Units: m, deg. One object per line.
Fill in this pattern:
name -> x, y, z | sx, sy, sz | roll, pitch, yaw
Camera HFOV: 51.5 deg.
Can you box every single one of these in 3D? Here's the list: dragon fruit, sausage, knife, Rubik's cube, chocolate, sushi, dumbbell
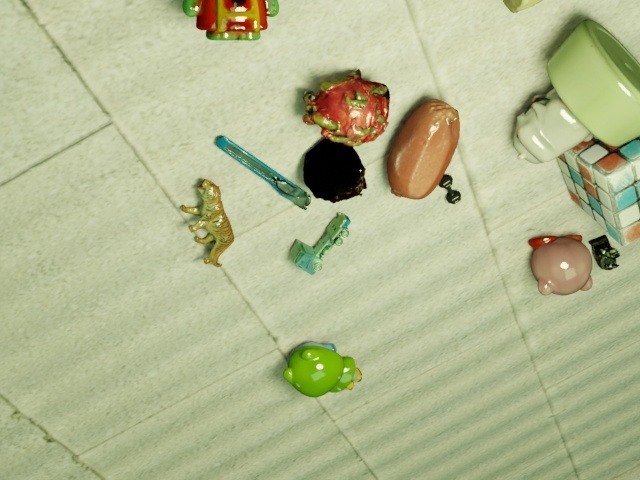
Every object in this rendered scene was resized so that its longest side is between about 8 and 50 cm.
dragon fruit -> 0.054, -0.287, 1.430 | 0.171, 0.167, 0.160 | -4, 165, -29
sausage -> 0.241, -0.208, 1.554 | 0.148, 0.148, 0.255 | 14, 114, -26
knife -> -0.126, -0.152, 1.539 | 0.044, 0.026, 0.296 | -39, 128, 25
Rubik's cube -> 0.775, -0.190, 1.665 | 0.256, 0.253, 0.259 | -32, 129, 5
chocolate -> 0.049, -0.148, 1.555 | 0.156, 0.156, 0.133 | -41, 155, 12
sushi -> 0.839, 0.045, 1.956 | 0.056, 0.085, 0.083 | -20, 129, -3
dumbbell -> 0.330, -0.131, 1.696 | 0.035, 0.040, 0.083 | -12, 134, 29

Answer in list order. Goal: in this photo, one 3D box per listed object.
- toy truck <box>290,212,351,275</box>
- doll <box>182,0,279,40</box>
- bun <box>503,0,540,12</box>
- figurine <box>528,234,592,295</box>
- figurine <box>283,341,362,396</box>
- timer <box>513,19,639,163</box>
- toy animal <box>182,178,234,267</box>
toy truck -> 0.000, 0.000, 1.660 | 0.081, 0.067, 0.175 | 29, 111, -31
doll -> -0.159, -0.541, 1.173 | 0.182, 0.160, 0.363 | -5, 123, -16
bun -> 0.450, -0.576, 1.311 | 0.259, 0.259, 0.152 | -34, 89, 6
figurine -> 0.681, 0.071, 1.870 | 0.173, 0.173, 0.173 | -9, 126, -12
figurine -> 0.014, 0.372, 1.888 | 0.162, 0.143, 0.263 | -43, 136, 21
timer -> 0.586, -0.302, 1.548 | 0.290, 0.291, 0.315 | 25, 133, -30
toy animal -> -0.256, -0.033, 1.559 | 0.099, 0.057, 0.241 | -20, 127, -4
